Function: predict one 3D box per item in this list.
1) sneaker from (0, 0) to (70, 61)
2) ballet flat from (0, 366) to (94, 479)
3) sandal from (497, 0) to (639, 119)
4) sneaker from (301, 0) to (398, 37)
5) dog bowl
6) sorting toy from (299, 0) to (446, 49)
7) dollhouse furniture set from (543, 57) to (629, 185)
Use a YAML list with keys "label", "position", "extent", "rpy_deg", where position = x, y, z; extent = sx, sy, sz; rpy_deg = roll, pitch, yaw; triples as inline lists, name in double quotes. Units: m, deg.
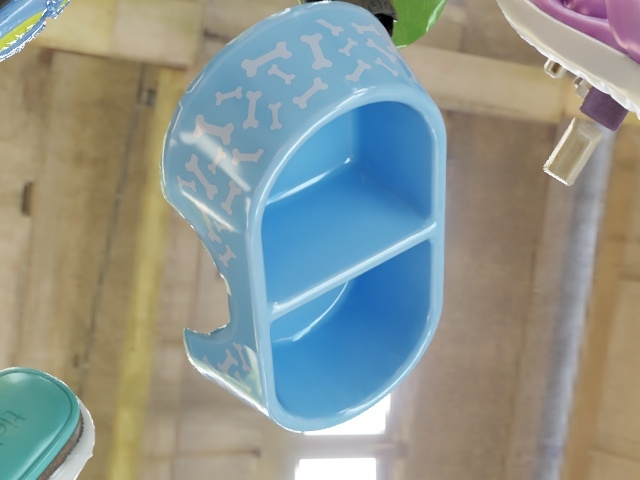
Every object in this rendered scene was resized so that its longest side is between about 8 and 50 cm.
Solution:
- label: "sneaker"
  position: [-0.099, -0.146, 0.568]
  extent: [0.067, 0.078, 0.188]
  rpy_deg: [-25, -132, 67]
- label: "ballet flat"
  position: [-0.285, 0.234, 1.034]
  extent: [0.139, 0.400, 0.139]
  rpy_deg: [19, -52, 25]
- label: "sandal"
  position: [0.246, -0.134, 1.003]
  extent: [0.416, 0.169, 0.102]
  rpy_deg: [-126, -145, -50]
- label: "sneaker"
  position: [0.027, -0.174, 1.173]
  extent: [0.051, 0.170, 0.089]
  rpy_deg: [-27, -105, 21]
- label: "dog bowl"
  position: [0.000, 0.000, 0.984]
  extent: [0.074, 0.166, 0.297]
  rpy_deg: [45, -29, 37]
- label: "sorting toy"
  position: [0.034, -0.242, 1.360]
  extent: [0.126, 0.127, 0.365]
  rpy_deg: [-149, -123, -80]
- label: "dollhouse furniture set"
  position: [0.241, -0.123, 1.575]
  extent: [0.091, 0.081, 0.114]
  rpy_deg: [32, -60, 6]
